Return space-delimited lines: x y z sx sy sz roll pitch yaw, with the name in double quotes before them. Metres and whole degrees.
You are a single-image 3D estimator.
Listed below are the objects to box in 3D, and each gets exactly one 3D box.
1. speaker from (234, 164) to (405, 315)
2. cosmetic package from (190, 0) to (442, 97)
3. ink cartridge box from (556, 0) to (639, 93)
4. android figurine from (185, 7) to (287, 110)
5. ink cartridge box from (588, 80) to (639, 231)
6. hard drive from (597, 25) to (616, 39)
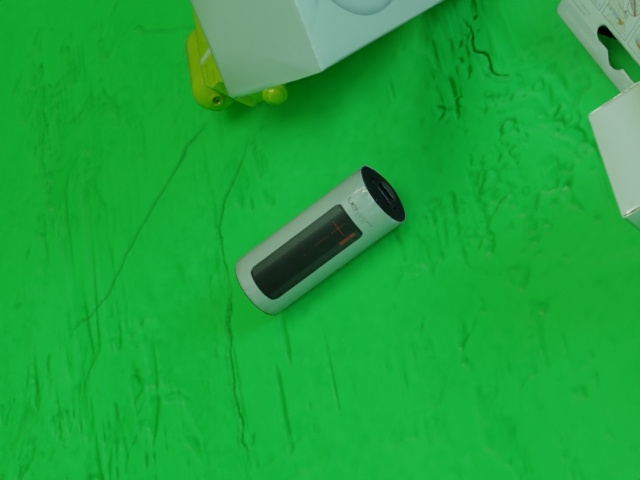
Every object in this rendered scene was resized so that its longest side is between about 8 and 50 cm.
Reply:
"speaker" 0.000 0.000 1.396 0.136 0.055 0.055 -36 45 21
"cosmetic package" -0.025 -0.329 1.315 0.097 0.377 0.284 -13 15 36
"ink cartridge box" 0.256 -0.181 1.242 0.145 0.045 0.179 57 137 30
"android figurine" -0.042 -0.220 1.525 0.248 0.056 0.273 -52 30 25
"ink cartridge box" 0.242 -0.047 1.127 0.090 0.143 0.092 -34 46 24
"hard drive" 0.247 -0.209 1.314 0.094 0.022 0.135 29 87 48
